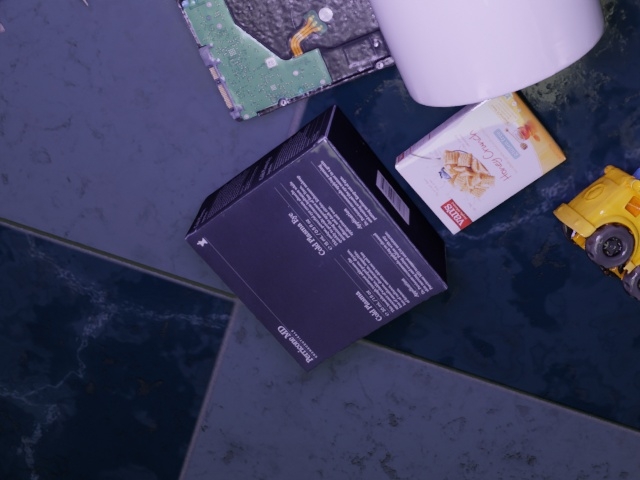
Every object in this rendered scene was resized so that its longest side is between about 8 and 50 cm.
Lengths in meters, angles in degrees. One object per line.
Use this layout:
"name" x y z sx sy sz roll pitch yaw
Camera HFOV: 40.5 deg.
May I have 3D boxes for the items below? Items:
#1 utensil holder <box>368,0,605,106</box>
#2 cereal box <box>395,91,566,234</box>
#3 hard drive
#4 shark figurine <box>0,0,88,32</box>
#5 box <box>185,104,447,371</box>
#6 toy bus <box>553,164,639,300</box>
"utensil holder" 0.197 -0.428 1.212 0.327 0.328 0.386 -18 117 16
"cereal box" 0.273 -0.141 1.500 0.240 0.047 0.173 -37 107 22
"hard drive" -0.035 -0.357 1.419 0.338 0.064 0.237 -20 113 15
"shark figurine" -0.541 -0.399 1.460 0.278 0.166 0.116 -24 139 -1
"box" 0.000 0.000 1.533 0.312 0.179 0.343 -33 108 20
"toy bus" 0.547 -0.030 1.484 0.220 0.149 0.211 41 99 -16
